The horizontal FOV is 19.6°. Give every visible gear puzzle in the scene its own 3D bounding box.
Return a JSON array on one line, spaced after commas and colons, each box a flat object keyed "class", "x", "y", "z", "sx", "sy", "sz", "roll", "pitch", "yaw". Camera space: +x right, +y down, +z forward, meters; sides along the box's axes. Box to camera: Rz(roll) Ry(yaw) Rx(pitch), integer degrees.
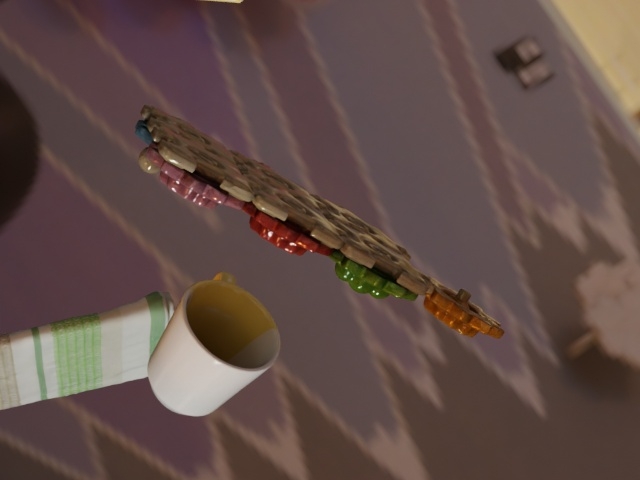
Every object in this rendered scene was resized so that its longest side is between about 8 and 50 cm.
[{"class": "gear puzzle", "x": 0.000, "y": 0.000, "z": 1.478, "sx": 0.044, "sy": 0.339, "sz": 0.175, "roll": -59, "pitch": -162, "yaw": 8}]

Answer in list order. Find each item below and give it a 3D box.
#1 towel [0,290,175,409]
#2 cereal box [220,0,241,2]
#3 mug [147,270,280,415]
[{"class": "towel", "x": -0.163, "y": 0.067, "z": 1.092, "sx": 0.152, "sy": 0.023, "sz": 0.113, "roll": -12, "pitch": 158, "yaw": -12}, {"class": "cereal box", "x": -0.063, "y": -0.249, "z": 1.394, "sx": 0.173, "sy": 0.047, "sz": 0.240, "roll": -42, "pitch": -155, "yaw": -18}, {"class": "mug", "x": -0.061, "y": 0.062, "z": 1.035, "sx": 0.064, "sy": 0.062, "sz": 0.078, "roll": -50, "pitch": 173, "yaw": 36}]
